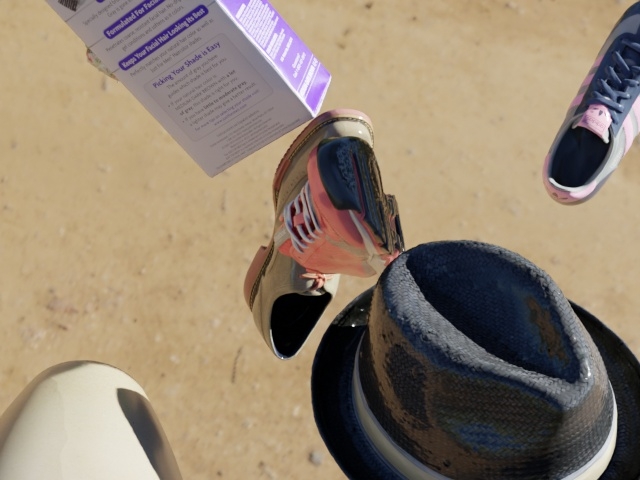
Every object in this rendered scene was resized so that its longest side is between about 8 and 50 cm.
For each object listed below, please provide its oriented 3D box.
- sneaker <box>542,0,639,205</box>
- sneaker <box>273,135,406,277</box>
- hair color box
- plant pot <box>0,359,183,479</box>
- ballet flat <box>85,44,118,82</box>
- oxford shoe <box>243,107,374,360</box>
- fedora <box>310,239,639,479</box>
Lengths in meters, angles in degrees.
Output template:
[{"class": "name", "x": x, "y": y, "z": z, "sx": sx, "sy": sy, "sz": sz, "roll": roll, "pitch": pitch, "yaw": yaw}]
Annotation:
[{"class": "sneaker", "x": 0.409, "y": -0.190, "z": 1.770, "sx": 0.112, "sy": 0.319, "sz": 0.131, "roll": 26, "pitch": 13, "yaw": 14}, {"class": "sneaker", "x": 0.010, "y": -0.012, "z": 1.354, "sx": 0.136, "sy": 0.314, "sz": 0.115, "roll": -12, "pitch": 71, "yaw": 8}, {"class": "hair color box", "x": -0.167, "y": -0.257, "z": 1.546, "sx": 0.339, "sy": 0.185, "sz": 0.110, "roll": 47, "pitch": 35, "yaw": -23}, {"class": "plant pot", "x": -0.228, "y": 0.246, "z": 1.177, "sx": 0.257, "sy": 0.256, "sz": 0.274, "roll": 18, "pitch": 30, "yaw": -16}, {"class": "ballet flat", "x": -0.228, "y": -0.313, "z": 1.826, "sx": 0.077, "sy": 0.241, "sz": 0.091, "roll": 54, "pitch": 12, "yaw": -23}, {"class": "oxford shoe", "x": 0.000, "y": 0.000, "z": 1.565, "sx": 0.123, "sy": 0.348, "sz": 0.130, "roll": 2, "pitch": 40, "yaw": -19}, {"class": "fedora", "x": 0.146, "y": 0.110, "z": 1.154, "sx": 0.334, "sy": 0.152, "sz": 0.334, "roll": -3, "pitch": 48, "yaw": 4}]
